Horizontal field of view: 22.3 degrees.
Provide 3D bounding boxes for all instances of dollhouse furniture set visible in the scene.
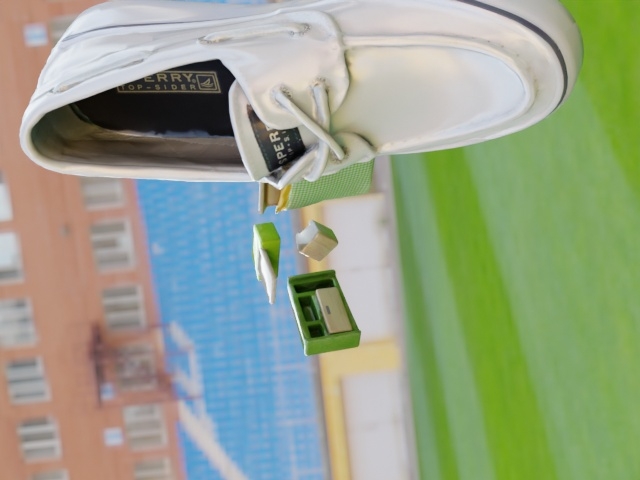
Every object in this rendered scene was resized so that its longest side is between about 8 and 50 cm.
[{"bbox_3d":[0.000,0.000,1.013,0.152,0.076,0.059,95,161,-45],"label":"dollhouse furniture set"}]

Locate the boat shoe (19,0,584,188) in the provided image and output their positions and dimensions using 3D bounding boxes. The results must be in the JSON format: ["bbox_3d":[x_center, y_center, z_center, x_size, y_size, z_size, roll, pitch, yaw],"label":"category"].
[{"bbox_3d":[-0.016,-0.067,0.753,0.088,0.267,0.096,-68,-26,-46],"label":"boat shoe"}]
